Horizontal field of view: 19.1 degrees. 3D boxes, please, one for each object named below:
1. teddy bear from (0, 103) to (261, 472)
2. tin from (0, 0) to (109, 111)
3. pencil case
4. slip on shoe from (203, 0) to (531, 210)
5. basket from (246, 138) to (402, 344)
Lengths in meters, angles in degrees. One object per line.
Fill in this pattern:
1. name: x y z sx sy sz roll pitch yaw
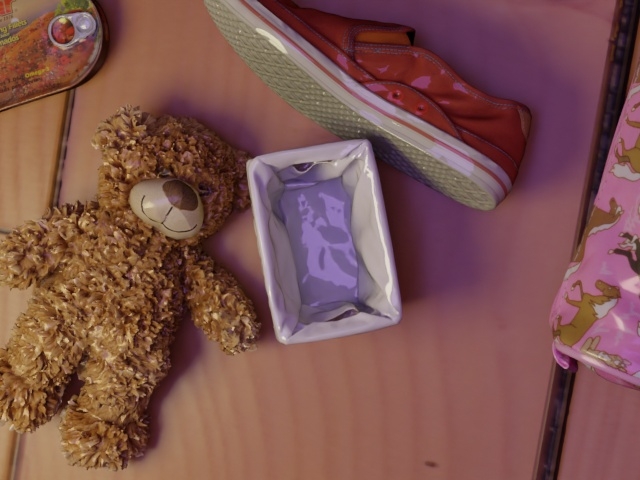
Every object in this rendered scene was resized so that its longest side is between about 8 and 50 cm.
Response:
1. teddy bear: -0.183 0.049 1.724 0.245 0.113 0.338 45 100 3
2. tin: -0.287 -0.178 1.770 0.190 0.040 0.106 -16 94 11
3. pencil case: 0.316 -0.054 1.600 0.160 0.167 0.386 12 97 -32
4. slip on shoe: 0.039 -0.150 1.678 0.331 0.123 0.101 31 75 8
5. basket: 0.000 0.000 1.679 0.113 0.103 0.167 -10 92 -5
